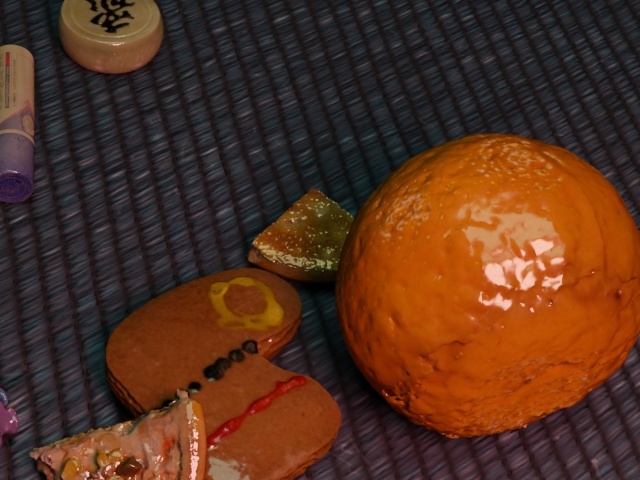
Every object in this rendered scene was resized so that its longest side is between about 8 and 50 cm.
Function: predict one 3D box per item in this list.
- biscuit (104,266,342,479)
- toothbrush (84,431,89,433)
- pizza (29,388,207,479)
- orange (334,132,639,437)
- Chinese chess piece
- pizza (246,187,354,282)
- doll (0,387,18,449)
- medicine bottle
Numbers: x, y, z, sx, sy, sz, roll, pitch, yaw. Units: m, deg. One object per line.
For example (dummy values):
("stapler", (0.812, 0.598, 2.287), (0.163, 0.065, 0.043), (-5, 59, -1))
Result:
("biscuit", (-0.084, 0.144, 1.503), (0.262, 0.052, 0.277), (-24, 54, -34))
("toothbrush", (-0.110, 0.265, 1.423), (0.307, 0.030, 0.025), (21, 44, 8))
("pizza", (-0.211, 0.232, 1.390), (0.195, 0.052, 0.185), (8, 79, 19))
("orange", (0.178, 0.038, 1.473), (0.340, 0.341, 0.293), (-9, 55, -18))
("Chinese chess piece", (-0.286, -0.291, 1.869), (0.144, 0.058, 0.144), (5, 47, -6))
("pizza", (0.000, 0.001, 1.669), (0.175, 0.046, 0.134), (8, 48, -4))
("doll", (-0.377, 0.173, 1.435), (0.110, 0.067, 0.206), (-2, 38, -24))
("medicine bottle", (-0.388, -0.149, 1.723), (0.059, 0.059, 0.231), (-1, 49, -12))
